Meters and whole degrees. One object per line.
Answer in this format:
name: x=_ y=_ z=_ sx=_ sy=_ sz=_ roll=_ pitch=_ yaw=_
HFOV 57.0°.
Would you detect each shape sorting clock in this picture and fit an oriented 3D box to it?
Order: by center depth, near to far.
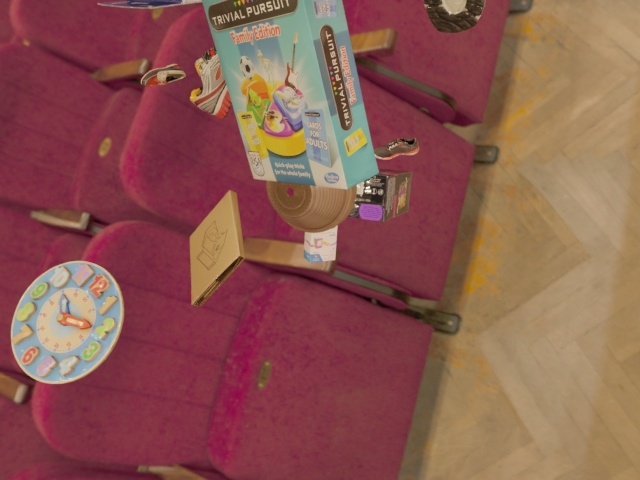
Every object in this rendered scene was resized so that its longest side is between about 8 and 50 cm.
shape sorting clock: x=-0.420 y=0.131 z=0.972 sx=0.206 sy=0.040 sz=0.206 roll=-4 pitch=66 yaw=10

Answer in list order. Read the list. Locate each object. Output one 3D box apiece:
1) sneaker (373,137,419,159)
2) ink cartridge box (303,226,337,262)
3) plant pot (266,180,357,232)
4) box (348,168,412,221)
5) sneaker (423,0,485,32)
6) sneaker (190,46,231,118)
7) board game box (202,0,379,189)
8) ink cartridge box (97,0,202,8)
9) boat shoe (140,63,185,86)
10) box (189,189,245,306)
sneaker: x=0.250 y=-0.317 z=1.964 sx=0.158 sy=0.065 sz=0.061 roll=-10 pitch=52 yaw=0
ink cartridge box: x=0.000 y=0.000 z=1.815 sx=0.052 sy=0.089 sz=0.122 roll=-144 pitch=52 yaw=-60
plant pot: x=-0.043 y=-0.123 z=1.375 sx=0.237 sy=0.110 sz=0.237 roll=9 pitch=111 yaw=26
box: x=0.176 y=-0.154 z=1.888 sx=0.165 sy=0.270 sz=0.143 roll=9 pitch=102 yaw=22
sneaker: x=0.274 y=-0.673 z=1.271 sx=0.158 sy=0.410 sz=0.182 roll=0 pitch=33 yaw=19
sneaker: x=-0.199 y=-0.352 z=1.169 sx=0.088 sy=0.093 sz=0.225 roll=-97 pitch=29 yaw=-56
board game box: x=-0.054 y=-0.258 z=0.943 sx=0.079 sy=0.336 sz=0.254 roll=-30 pitch=26 yaw=-33
ink cartridge box: x=-0.312 y=-0.595 z=1.371 sx=0.324 sy=0.330 sz=0.071 roll=27 pitch=129 yaw=46
boat shoe: x=-0.463 y=-0.481 z=1.739 sx=0.043 sy=0.137 sz=0.049 roll=49 pitch=145 yaw=12
box: x=-0.217 y=0.013 z=1.215 sx=0.164 sy=0.021 sz=0.201 roll=-45 pitch=37 yaw=27
